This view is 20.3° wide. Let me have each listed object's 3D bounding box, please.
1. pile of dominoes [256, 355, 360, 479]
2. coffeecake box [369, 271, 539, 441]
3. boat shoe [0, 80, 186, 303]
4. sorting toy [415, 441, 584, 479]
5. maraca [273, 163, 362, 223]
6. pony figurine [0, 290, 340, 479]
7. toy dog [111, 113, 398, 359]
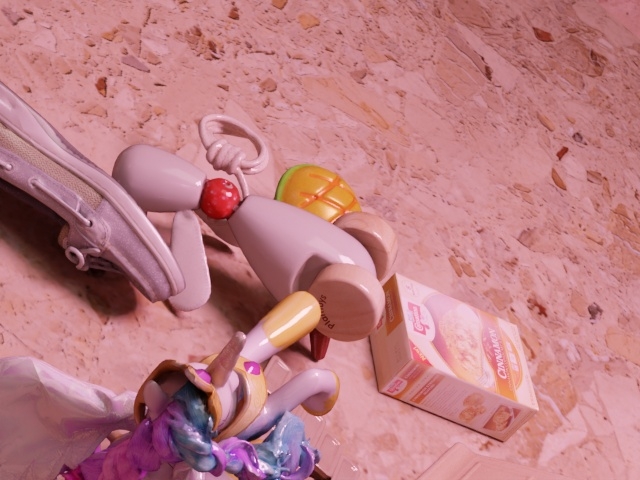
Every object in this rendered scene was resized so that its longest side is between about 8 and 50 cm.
[{"bbox_3d":[-0.035,0.245,1.787,0.251,0.040,0.196,55,32,8],"label":"pile of dominoes"},{"bbox_3d":[0.151,0.136,2.083,0.185,0.068,0.142,23,35,-26],"label":"coffeecake box"},{"bbox_3d":[-0.272,-0.042,1.821,0.320,0.103,0.118,43,-10,-2],"label":"boat shoe"},{"bbox_3d":[0.205,0.291,1.909,0.208,0.038,0.193,16,23,23],"label":"sorting toy"},{"bbox_3d":[0.000,0.000,2.069,0.127,0.099,0.185,1,74,-39],"label":"maraca"},{"bbox_3d":[-0.144,0.182,1.483,0.303,0.351,0.363,50,13,9],"label":"pony figurine"},{"bbox_3d":[-0.072,0.022,1.946,0.334,0.161,0.220,35,32,19],"label":"toy dog"}]
